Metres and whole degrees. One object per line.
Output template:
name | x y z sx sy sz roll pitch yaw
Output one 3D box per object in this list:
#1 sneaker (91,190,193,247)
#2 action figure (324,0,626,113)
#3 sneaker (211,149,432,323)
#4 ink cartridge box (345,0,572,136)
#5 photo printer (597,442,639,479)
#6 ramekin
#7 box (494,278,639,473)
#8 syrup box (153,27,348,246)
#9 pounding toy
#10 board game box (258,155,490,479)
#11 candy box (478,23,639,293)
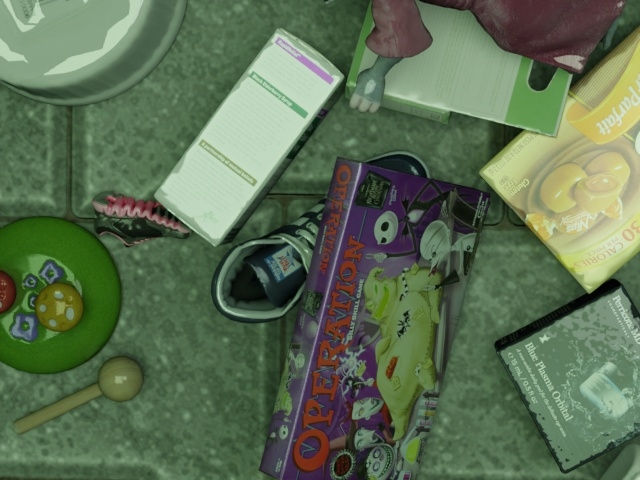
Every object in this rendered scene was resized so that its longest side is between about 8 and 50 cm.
sneaker | -0.204 -0.016 1.989 0.119 0.047 0.057 14 116 5
action figure | 0.143 -0.275 1.772 0.370 0.276 0.248 3 78 -14
sneaker | 0.000 0.000 1.910 0.282 0.153 0.099 -34 90 6
ink cartridge box | 0.161 -0.211 1.913 0.235 0.056 0.171 15 77 4
photo printer | 0.390 0.400 1.896 0.307 0.107 0.256 33 104 -6
ramekin | -0.292 -0.289 1.932 0.277 0.135 0.277 0 93 5
box | 0.296 0.148 1.923 0.158 0.093 0.156 -29 90 5
syrup box | -0.074 -0.115 1.941 0.096 0.093 0.237 38 95 3
pounding toy | -0.314 0.091 1.965 0.183 0.110 0.237 -19 91 6
board game box | 0.062 0.096 1.898 0.208 0.056 0.347 11 95 -38
candy box | 0.349 -0.113 1.907 0.316 0.087 0.183 -42 88 6
